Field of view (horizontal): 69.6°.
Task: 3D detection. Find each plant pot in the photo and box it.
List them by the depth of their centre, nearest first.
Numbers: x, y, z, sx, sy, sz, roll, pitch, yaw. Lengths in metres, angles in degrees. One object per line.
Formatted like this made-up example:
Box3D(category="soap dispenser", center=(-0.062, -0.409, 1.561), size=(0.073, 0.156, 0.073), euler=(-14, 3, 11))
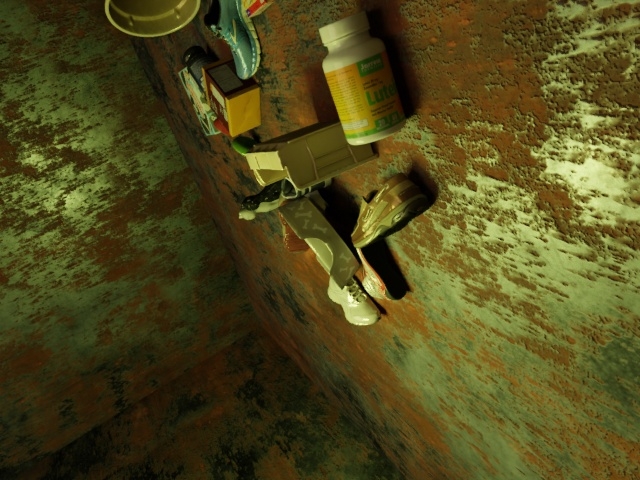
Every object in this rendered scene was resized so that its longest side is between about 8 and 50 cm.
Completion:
Box3D(category="plant pot", center=(-0.644, -0.977, 1.664), size=(0.334, 0.333, 0.306), euler=(144, 108, -70))

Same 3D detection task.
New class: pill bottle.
Box3D(category="pill bottle", center=(0.085, -0.342, 0.978), size=(0.136, 0.136, 0.246), euler=(21, 137, 60))
Box3D(category="pill bottle", center=(-0.460, -0.671, 1.856), size=(0.219, 0.122, 0.123), euler=(57, 160, 11))

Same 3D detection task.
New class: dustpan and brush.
Box3D(category="dustpan and brush", center=(-0.028, -0.167, 1.622), size=(0.211, 0.060, 0.147), euler=(48, 170, 14))

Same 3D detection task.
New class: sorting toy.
Box3D(category="sorting toy", center=(-0.291, -0.433, 1.857), size=(0.365, 0.127, 0.126), euler=(48, 127, 23))

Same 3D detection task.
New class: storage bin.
Box3D(category="storage bin", center=(-0.034, -0.233, 1.239), size=(0.262, 0.260, 0.123), euler=(19, 131, 62))

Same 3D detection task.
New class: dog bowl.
Box3D(category="dog bowl", center=(0.000, 0.000, 1.531), size=(0.349, 0.102, 0.349), euler=(52, 179, 1))

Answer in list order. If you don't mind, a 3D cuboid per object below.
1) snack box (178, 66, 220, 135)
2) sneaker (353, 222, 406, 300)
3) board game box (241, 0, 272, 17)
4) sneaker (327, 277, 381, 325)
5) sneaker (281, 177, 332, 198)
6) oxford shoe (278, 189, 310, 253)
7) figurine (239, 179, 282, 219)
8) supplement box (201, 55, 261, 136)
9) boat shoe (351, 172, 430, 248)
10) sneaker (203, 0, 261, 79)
Box3D(category="snack box", center=(-0.574, -0.671, 2.219), size=(0.187, 0.060, 0.322), euler=(20, 135, 60))
Box3D(category="sneaker", center=(0.154, 0.068, 1.437), size=(0.270, 0.090, 0.145), euler=(60, 158, -6))
Box3D(category="board game box", center=(-0.195, -0.730, 1.252), size=(0.146, 0.045, 0.194), euler=(17, 133, 62))
Box3D(category="sneaker", center=(0.114, 0.206, 1.707), size=(0.297, 0.111, 0.129), euler=(37, 144, 46))
Box3D(category="sneaker", center=(-0.099, -0.234, 1.540), size=(0.282, 0.153, 0.099), euler=(40, 151, 44))
Box3D(category="oxford shoe", center=(-0.102, -0.075, 1.875), size=(0.348, 0.122, 0.130), euler=(87, 173, -53))
Box3D(category="figurine", center=(-0.243, -0.161, 1.902), size=(0.092, 0.209, 0.215), euler=(58, 160, 6))
Box3D(category="supplement box", center=(-0.329, -0.536, 1.715), size=(0.194, 0.129, 0.191), euler=(53, 159, 20))
Box3D(category="boat shoe", center=(0.164, -0.077, 1.201), size=(0.120, 0.122, 0.324), euler=(63, 152, 8))
Box3D(category="sneaker", center=(-0.286, -0.657, 1.425), size=(0.130, 0.147, 0.330), euler=(42, 154, 41))
